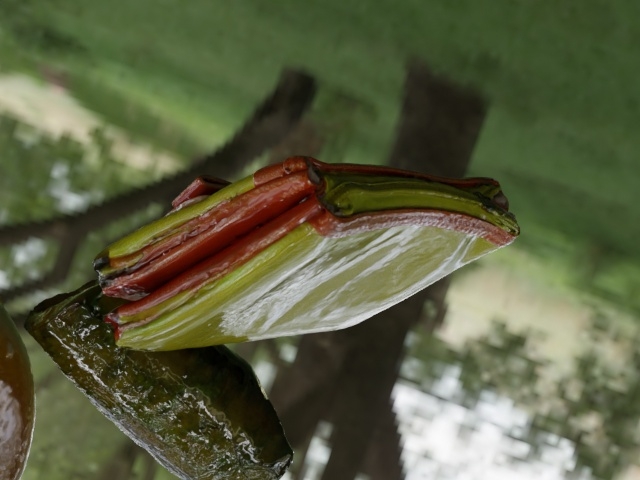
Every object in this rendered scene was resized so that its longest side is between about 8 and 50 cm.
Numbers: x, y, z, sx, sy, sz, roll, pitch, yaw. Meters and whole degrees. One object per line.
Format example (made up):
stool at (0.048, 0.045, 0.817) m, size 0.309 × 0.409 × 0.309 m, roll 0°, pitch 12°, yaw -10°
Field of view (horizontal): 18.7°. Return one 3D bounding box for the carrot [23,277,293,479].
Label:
carrot at (-0.089, 0.080, 1.127) m, size 0.173 × 0.082 × 0.082 m, roll 48°, pitch 171°, yaw -23°

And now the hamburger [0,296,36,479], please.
hamburger at (-0.265, 0.106, 1.118) m, size 0.147 × 0.236 × 0.237 m, roll 16°, pitch 180°, yaw 39°

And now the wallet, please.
wallet at (0.000, 0.000, 1.025) m, size 0.141 × 0.067 × 0.241 m, roll -29°, pitch 166°, yaw 25°
